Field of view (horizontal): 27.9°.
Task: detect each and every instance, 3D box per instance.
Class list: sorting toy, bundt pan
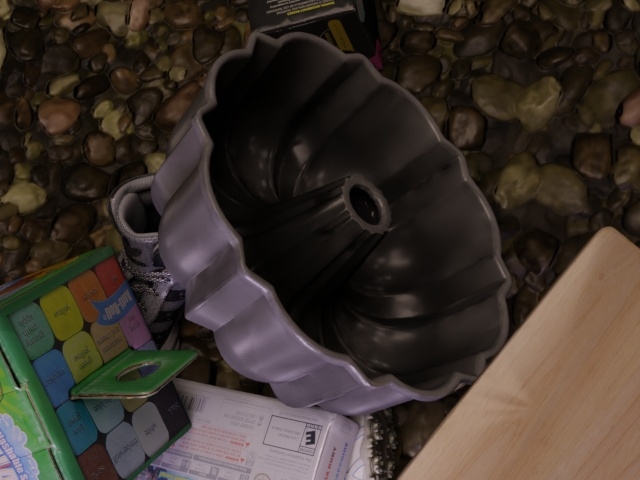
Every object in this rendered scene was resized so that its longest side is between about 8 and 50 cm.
[{"bbox_3d":[0.231,0.169,0.991,0.255,0.089,0.257,40,85,3],"label":"sorting toy"},{"bbox_3d":[0.000,0.000,1.051,0.124,0.331,0.330,-37,60,38],"label":"bundt pan"}]

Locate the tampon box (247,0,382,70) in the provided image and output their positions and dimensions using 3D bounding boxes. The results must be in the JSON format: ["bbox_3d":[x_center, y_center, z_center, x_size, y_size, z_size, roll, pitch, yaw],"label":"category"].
[{"bbox_3d":[-0.008,-0.246,1.224,0.101,0.120,0.161,-11,68,12],"label":"tampon box"}]

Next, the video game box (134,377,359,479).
[{"bbox_3d":[-0.082,0.221,1.084,0.205,0.048,0.187,6,70,38],"label":"video game box"}]

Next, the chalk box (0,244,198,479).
[{"bbox_3d":[-0.240,0.127,1.053,0.289,0.180,0.179,-21,97,26],"label":"chalk box"}]

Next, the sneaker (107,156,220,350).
[{"bbox_3d":[-0.164,0.034,1.148,0.101,0.153,0.268,39,84,24],"label":"sneaker"}]

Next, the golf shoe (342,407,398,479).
[{"bbox_3d":[0.018,0.203,1.087,0.086,0.069,0.176,-3,69,21],"label":"golf shoe"}]
